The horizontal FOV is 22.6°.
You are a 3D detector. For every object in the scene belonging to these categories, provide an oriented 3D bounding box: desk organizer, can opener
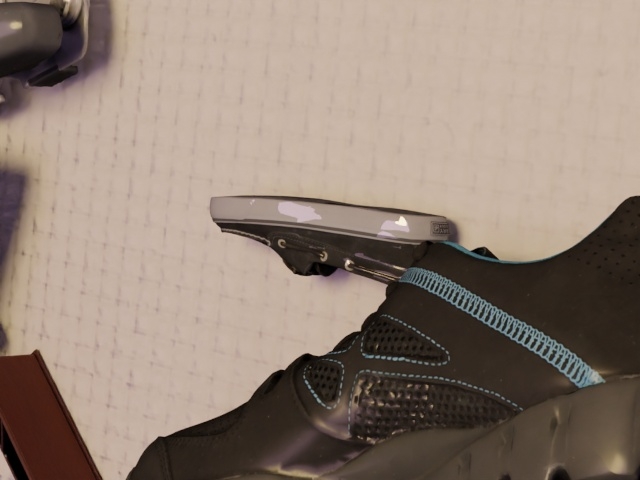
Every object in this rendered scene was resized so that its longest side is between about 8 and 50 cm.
[{"bbox_3d":[-0.171,0.132,0.948,0.047,0.050,0.130,-44,65,29],"label":"desk organizer"},{"bbox_3d":[-0.243,-0.104,0.985,0.280,0.093,0.074,-21,78,41],"label":"can opener"}]

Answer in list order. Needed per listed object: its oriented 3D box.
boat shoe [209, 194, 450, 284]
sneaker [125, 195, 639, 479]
[{"bbox_3d":[0.000,0.000,0.817,0.142,0.049,0.040,8,95,35],"label":"boat shoe"},{"bbox_3d":[0.048,0.081,0.757,0.341,0.125,0.139,-15,59,35],"label":"sneaker"}]
